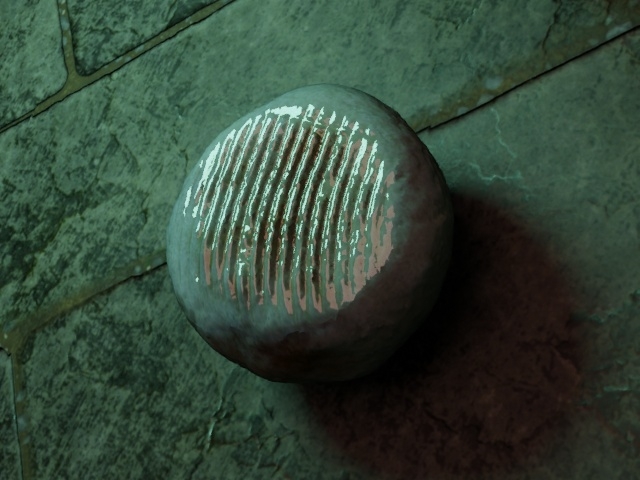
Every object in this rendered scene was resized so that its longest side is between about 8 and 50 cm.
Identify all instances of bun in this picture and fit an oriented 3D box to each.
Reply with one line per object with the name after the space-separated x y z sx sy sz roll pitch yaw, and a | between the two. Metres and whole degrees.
0.000 0.000 1.567 0.362 0.211 0.361 -16 59 28 | bun
